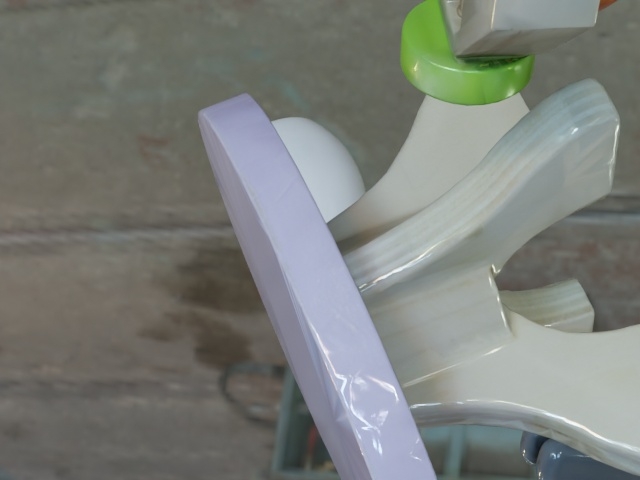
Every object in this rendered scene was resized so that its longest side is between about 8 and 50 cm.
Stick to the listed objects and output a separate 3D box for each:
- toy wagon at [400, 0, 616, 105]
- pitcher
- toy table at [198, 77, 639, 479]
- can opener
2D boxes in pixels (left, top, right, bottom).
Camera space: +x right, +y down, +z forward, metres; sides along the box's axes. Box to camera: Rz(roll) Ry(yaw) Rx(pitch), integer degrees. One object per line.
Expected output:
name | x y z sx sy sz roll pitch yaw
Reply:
toy wagon | 0.061 -0.235 0.640 0.068 0.344 0.267 -2 135 -5
pitcher | 0.000 0.000 1.525 0.125 0.207 0.178 -26 150 14
toy table | 0.061 0.023 0.790 0.161 0.274 0.252 -21 162 -7
can opener | 0.303 0.204 1.377 0.280 0.093 0.074 11 -162 -20
